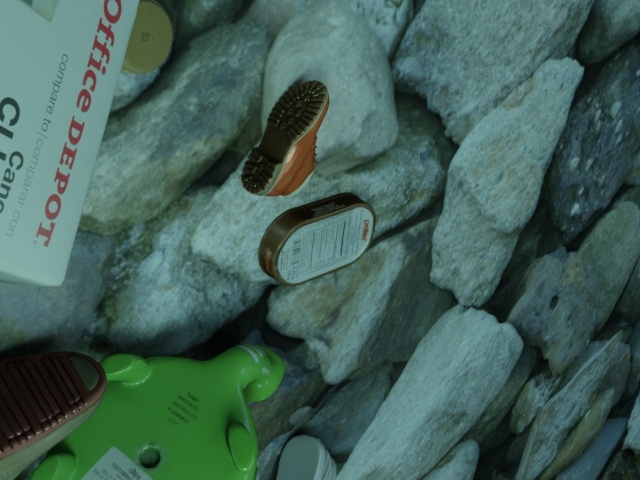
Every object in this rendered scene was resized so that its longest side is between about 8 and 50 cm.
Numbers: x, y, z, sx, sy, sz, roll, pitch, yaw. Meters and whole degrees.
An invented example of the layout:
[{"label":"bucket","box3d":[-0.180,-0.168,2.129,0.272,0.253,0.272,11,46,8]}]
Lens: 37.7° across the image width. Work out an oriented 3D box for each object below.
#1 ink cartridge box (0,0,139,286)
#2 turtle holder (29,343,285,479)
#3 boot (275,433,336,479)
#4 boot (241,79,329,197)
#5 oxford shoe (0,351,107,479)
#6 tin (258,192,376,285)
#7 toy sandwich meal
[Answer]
[{"label":"ink cartridge box","box3d":[-0.316,-0.150,0.639,0.384,0.160,0.279,34,66,-61]},{"label":"turtle holder","box3d":[-0.188,0.254,1.138,0.227,0.243,0.320,90,9,-61]},{"label":"boot","box3d":[-0.034,0.438,1.449,0.123,0.095,0.258,55,50,-53]},{"label":"boot","box3d":[-0.028,-0.121,1.153,0.084,0.059,0.158,14,114,-53]},{"label":"oxford shoe","box3d":[-0.382,0.236,0.991,0.348,0.123,0.130,-26,136,-18]},{"label":"tin","box3d":[0.000,0.000,1.278,0.189,0.040,0.106,-20,133,-36]},{"label":"toy sandwich meal","box3d":[-0.188,-0.206,0.949,0.085,0.029,0.086,-20,118,-42]}]
